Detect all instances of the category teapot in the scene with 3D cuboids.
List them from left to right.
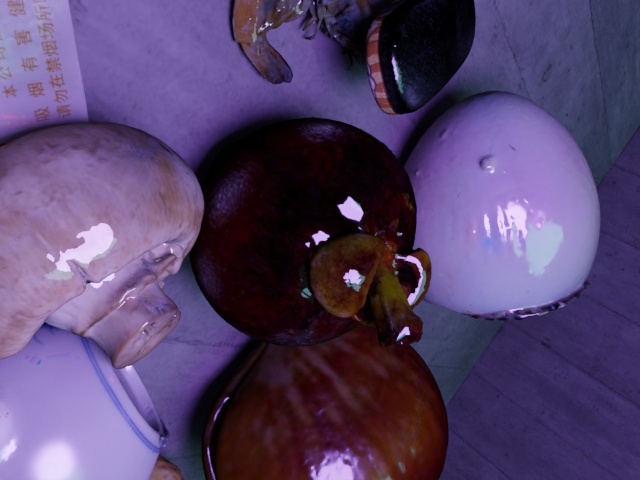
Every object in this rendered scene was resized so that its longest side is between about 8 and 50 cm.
[{"bbox_3d":[-0.314,0.210,0.501,0.280,0.252,0.424,-31,164,-16],"label":"teapot"}]

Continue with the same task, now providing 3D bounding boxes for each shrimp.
[{"bbox_3d":[0.003,-0.255,0.652,0.169,0.058,0.296,-49,145,10],"label":"shrimp"}]

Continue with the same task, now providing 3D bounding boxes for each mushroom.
[{"bbox_3d":[-0.194,-0.003,0.448,0.189,0.195,0.254,-46,173,31],"label":"mushroom"}]

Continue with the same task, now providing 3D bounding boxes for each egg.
[{"bbox_3d":[0.294,-0.090,0.904,0.355,0.355,0.339,-30,119,-31],"label":"egg"}]

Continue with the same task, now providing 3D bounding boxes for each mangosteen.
[{"bbox_3d":[-0.014,-0.008,0.633,0.298,0.293,0.296,-1,96,-13],"label":"mangosteen"}]

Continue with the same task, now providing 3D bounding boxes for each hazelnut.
[{"bbox_3d":[0.009,0.341,0.916,0.430,0.402,0.401,-33,141,-21],"label":"hazelnut"}]

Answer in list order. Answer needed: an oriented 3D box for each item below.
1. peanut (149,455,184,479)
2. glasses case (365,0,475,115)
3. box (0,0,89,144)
[{"bbox_3d":[-0.311,0.377,0.770,0.101,0.117,0.263,-30,154,19],"label":"peanut"},{"bbox_3d":[0.147,-0.279,0.700,0.321,0.082,0.122,-51,136,-42],"label":"glasses case"},{"bbox_3d":[-0.304,-0.137,0.367,0.233,0.067,0.149,-25,136,-36],"label":"box"}]
